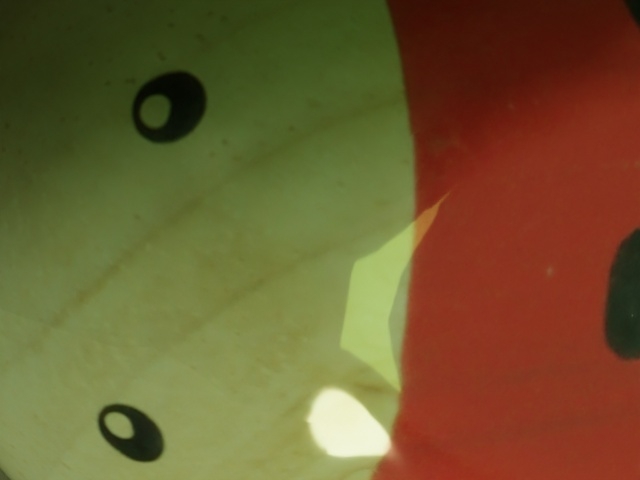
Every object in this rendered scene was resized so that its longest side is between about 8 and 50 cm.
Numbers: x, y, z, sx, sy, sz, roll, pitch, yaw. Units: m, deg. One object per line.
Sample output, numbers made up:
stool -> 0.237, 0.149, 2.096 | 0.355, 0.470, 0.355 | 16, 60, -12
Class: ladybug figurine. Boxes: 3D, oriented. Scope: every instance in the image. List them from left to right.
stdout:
ladybug figurine -> 0.091, -0.006, 0.669 | 0.449, 0.162, 0.305 | -6, 107, -32
